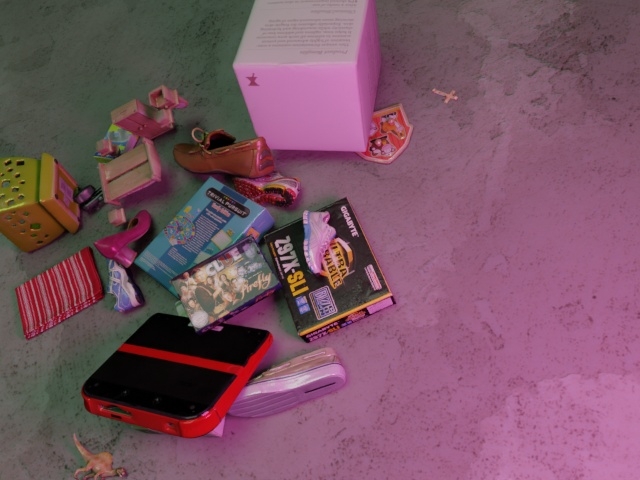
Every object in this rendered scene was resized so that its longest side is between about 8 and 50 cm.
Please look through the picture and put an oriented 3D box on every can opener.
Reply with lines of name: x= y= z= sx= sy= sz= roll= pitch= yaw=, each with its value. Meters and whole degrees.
can opener: x=-0.693 y=-0.161 z=1.993 sx=0.186 sy=0.073 sz=0.059 roll=-37 pitch=50 yaw=-15

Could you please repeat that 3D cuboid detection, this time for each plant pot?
plant pot: x=-0.886 y=-0.129 z=1.944 sx=0.207 sy=0.228 sz=0.227 roll=-15 pitch=58 yaw=3

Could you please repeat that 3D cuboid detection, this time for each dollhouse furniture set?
dollhouse furniture set: x=-0.518 y=-0.247 z=1.942 sx=0.303 sy=0.173 sz=0.356 roll=-22 pitch=73 yaw=21

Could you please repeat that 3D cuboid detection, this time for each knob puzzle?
knob puzzle: x=0.176 y=-0.306 z=1.809 sx=0.213 sy=0.030 sz=0.213 roll=-7 pitch=61 yaw=13

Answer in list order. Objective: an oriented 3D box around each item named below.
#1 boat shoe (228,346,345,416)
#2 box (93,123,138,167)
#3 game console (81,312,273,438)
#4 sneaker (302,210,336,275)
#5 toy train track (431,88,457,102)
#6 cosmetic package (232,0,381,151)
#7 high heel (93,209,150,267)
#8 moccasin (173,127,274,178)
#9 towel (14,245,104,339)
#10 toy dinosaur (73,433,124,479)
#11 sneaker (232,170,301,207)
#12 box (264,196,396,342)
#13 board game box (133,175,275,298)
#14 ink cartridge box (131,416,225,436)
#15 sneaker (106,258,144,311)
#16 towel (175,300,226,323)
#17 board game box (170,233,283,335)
boat shoe: x=-0.088 y=0.347 z=1.512 sx=0.302 sy=0.109 sz=0.094 roll=-15 pitch=43 yaw=-1
box: x=-0.680 y=-0.320 z=2.083 sx=0.108 sy=0.042 sz=0.178 roll=10 pitch=65 yaw=22
game console: x=-0.351 y=0.314 z=1.520 sx=0.386 sy=0.060 sz=0.342 roll=5 pitch=32 yaw=25
sneaker: x=0.000 y=0.000 z=1.590 sx=0.082 sy=0.071 sz=0.191 roll=-8 pitch=61 yaw=7
toy train track: x=0.364 y=-0.432 z=1.826 sx=0.083 sy=0.014 sz=0.048 roll=28 pitch=74 yaw=29
cosmetic package: x=-0.017 y=-0.507 z=1.764 sx=0.329 sy=0.327 sz=0.394 roll=4 pitch=57 yaw=12
high heel: x=-0.579 y=-0.031 z=1.819 sx=0.082 sy=0.117 sz=0.244 roll=-32 pitch=32 yaw=33
moccasin: x=-0.301 y=-0.268 z=1.832 sx=0.379 sy=0.147 sz=0.139 roll=13 pitch=29 yaw=44
towel: x=-0.788 y=0.152 z=1.869 sx=0.274 sy=0.031 sz=0.199 roll=-30 pitch=57 yaw=1
toy dinosaur: x=-0.575 y=0.572 z=1.572 sx=0.183 sy=0.053 sz=0.093 roll=24 pitch=56 yaw=19
sneaker: x=-0.157 y=-0.155 z=1.815 sx=0.225 sy=0.088 sz=0.093 roll=12 pitch=44 yaw=25
box: x=0.019 y=0.073 z=1.628 sx=0.257 sy=0.079 sz=0.322 roll=-25 pitch=58 yaw=6
board game box: x=-0.328 y=0.005 z=1.756 sx=0.253 sy=0.079 sz=0.336 roll=30 pitch=74 yaw=36
ink cartridge box: x=-0.345 y=0.404 z=1.555 sx=0.212 sy=0.093 sz=0.155 roll=-4 pitch=62 yaw=17
sneaker: x=-0.587 y=0.114 z=1.796 sx=0.081 sy=0.080 sz=0.211 roll=-32 pitch=57 yaw=-4
towel: x=-0.326 y=0.206 z=1.701 sx=0.113 sy=0.023 sz=0.152 roll=-33 pitch=60 yaw=1
board game box: x=-0.242 y=0.111 z=1.597 sx=0.243 sy=0.042 sz=0.165 roll=-30 pitch=67 yaw=-5
